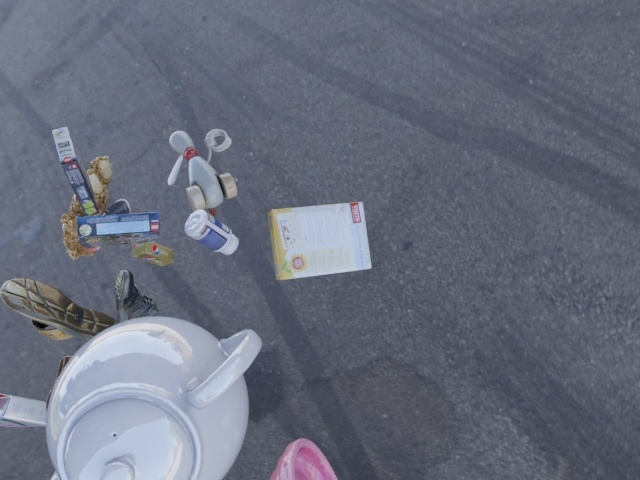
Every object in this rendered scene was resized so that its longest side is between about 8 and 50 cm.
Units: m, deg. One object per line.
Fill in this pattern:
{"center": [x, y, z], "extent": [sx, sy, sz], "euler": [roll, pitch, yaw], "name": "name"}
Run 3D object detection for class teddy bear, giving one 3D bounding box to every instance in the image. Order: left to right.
{"center": [-0.708, -0.102, 1.673], "extent": [0.338, 0.113, 0.245], "euler": [126, 154, -51], "name": "teddy bear"}

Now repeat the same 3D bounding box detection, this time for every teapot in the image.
{"center": [-0.200, 0.215, 0.636], "extent": [0.252, 0.187, 0.256], "euler": [4, 98, -4], "name": "teapot"}

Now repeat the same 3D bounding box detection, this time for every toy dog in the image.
{"center": [-0.400, -0.209, 1.860], "extent": [0.220, 0.161, 0.334], "euler": [-3, 53, -13], "name": "toy dog"}

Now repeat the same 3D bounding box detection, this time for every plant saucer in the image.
{"center": [-0.020, 0.615, 1.227], "extent": [0.084, 0.332, 0.332], "euler": [-25, 56, 11], "name": "plant saucer"}

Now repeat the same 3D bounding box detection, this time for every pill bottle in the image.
{"center": [-0.247, -0.015, 1.276], "extent": [0.067, 0.120, 0.067], "euler": [-22, 49, 28], "name": "pill bottle"}

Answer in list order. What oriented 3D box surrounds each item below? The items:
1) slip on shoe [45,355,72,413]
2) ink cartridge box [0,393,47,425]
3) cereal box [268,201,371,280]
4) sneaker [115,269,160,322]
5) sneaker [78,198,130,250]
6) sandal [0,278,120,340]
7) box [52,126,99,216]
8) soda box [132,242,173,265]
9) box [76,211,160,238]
{"center": [-0.581, 0.332, 1.262], "extent": [0.051, 0.041, 0.135], "euler": [1, 67, 5], "name": "slip on shoe"}
{"center": [-0.857, 0.429, 1.425], "extent": [0.275, 0.239, 0.060], "euler": [-15, 58, 37], "name": "ink cartridge box"}
{"center": [0.000, 0.000, 1.373], "extent": [0.240, 0.047, 0.173], "euler": [-5, 85, -18], "name": "cereal box"}
{"center": [-0.594, 0.186, 1.805], "extent": [0.087, 0.130, 0.228], "euler": [44, 134, 47], "name": "sneaker"}
{"center": [-0.533, -0.039, 1.371], "extent": [0.061, 0.065, 0.158], "euler": [37, 86, 11], "name": "sneaker"}
{"center": [-0.364, 0.114, 0.783], "extent": [0.049, 0.180, 0.072], "euler": [-51, 27, 14], "name": "sandal"}
{"center": [-0.595, -0.164, 1.359], "extent": [0.036, 0.207, 0.114], "euler": [-18, 62, -17], "name": "box"}
{"center": [-0.639, 0.048, 2.128], "extent": [0.061, 0.181, 0.058], "euler": [-14, 73, 17], "name": "soda box"}
{"center": [-0.441, -0.021, 1.228], "extent": [0.159, 0.233, 0.044], "euler": [-6, 86, -19], "name": "box"}
